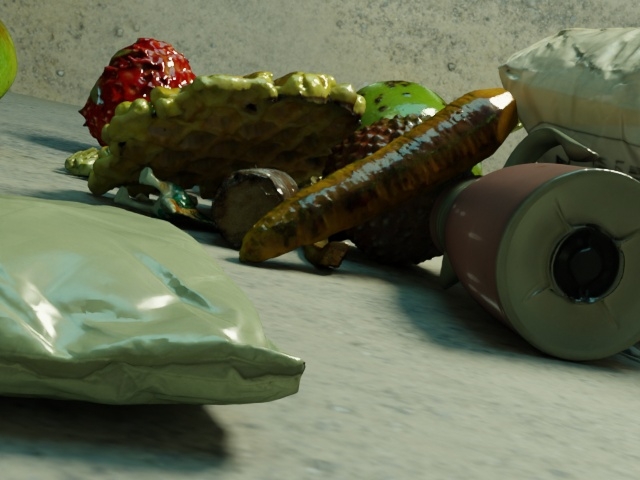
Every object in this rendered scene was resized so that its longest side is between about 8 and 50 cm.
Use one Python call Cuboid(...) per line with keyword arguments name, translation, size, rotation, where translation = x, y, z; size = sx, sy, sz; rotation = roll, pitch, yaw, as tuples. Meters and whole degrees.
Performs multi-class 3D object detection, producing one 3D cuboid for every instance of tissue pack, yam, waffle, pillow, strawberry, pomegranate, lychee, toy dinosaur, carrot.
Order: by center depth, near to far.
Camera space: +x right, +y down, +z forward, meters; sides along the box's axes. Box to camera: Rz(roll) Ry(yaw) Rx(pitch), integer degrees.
Cuboid(name="pillow", translation=(-0.171, 0.011, 0.521), size=(0.275, 0.076, 0.281), rotation=(8, 8, -18))
Cuboid(name="carrot", translation=(0.057, -0.057, 0.980), size=(0.314, 0.066, 0.066), rotation=(-29, 27, -24))
Cuboid(name="tissue pack", translation=(0.366, -0.036, 1.032), size=(0.390, 0.195, 0.375), rotation=(20, -34, 53))
Cuboid(name="yam", translation=(-0.060, -0.034, 1.053), size=(0.079, 0.079, 0.141), rotation=(13, 5, 5))
Cuboid(name="toy dinosaur", translation=(-0.140, -0.033, 1.073), size=(0.106, 0.044, 0.187), rotation=(26, -5, -33))
Cuboid(name="lychee", translation=(0.077, -0.046, 1.123), size=(0.165, 0.197, 0.165), rotation=(35, 25, -19))
Cuboid(name="waffle", translation=(-0.095, -0.105, 1.162), size=(0.301, 0.058, 0.281), rotation=(-4, -22, -22))
Cuboid(name="pomegranate", translation=(0.129, -0.111, 1.321), size=(0.211, 0.263, 0.211), rotation=(54, 11, -15))
Cuboid(name="waffle", translation=(-0.225, -0.096, 1.344), size=(0.184, 0.036, 0.169), rotation=(3, 11, 10))
Cuboid(name="strawberry", translation=(-0.227, -0.190, 1.641), size=(0.244, 0.205, 0.205), rotation=(32, 6, -4))

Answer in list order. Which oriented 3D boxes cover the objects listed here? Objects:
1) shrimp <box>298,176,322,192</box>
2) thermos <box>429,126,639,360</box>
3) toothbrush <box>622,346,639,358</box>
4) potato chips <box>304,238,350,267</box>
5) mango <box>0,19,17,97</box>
Cuboid(name="shrimp", translation=(0.051, -0.062, 1.513), size=(0.249, 0.068, 0.150), rotation=(12, 15, -10))
Cuboid(name="thermos", translation=(0.181, -0.012, 0.912), size=(0.146, 0.176, 0.265), rotation=(32, 3, -14))
Cuboid(name="toothbrush", translation=(0.236, 0.083, 0.893), size=(0.017, 0.014, 0.162), rotation=(-13, 22, -39))
Cuboid(name="potato chips", translation=(0.000, 0.000, 1.048), size=(0.026, 0.037, 0.204), rotation=(19, 7, -9))
Cuboid(name="mango", translation=(-0.533, -0.224, 1.287), size=(0.225, 0.201, 0.382), rotation=(37, 25, 13))
